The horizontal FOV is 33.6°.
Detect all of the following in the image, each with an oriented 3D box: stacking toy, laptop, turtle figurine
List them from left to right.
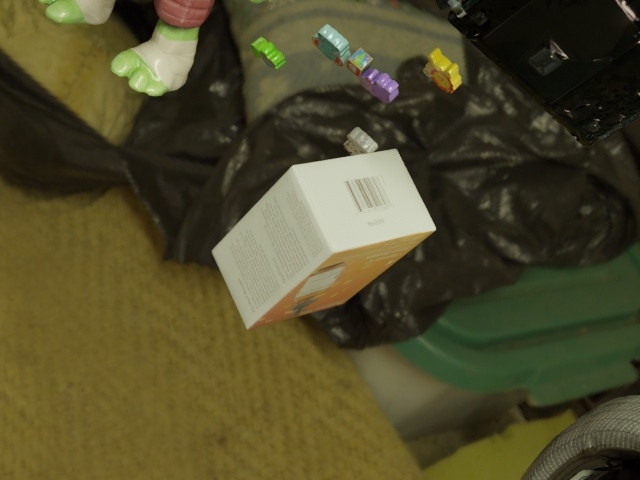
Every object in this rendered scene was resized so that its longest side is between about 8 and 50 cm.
[{"bbox_3d":[-0.117,-0.238,0.759,0.197,0.266,0.275,23,34,-20],"label":"turtle figurine"},{"bbox_3d":[0.043,-0.220,1.321,0.221,0.052,0.167,44,75,8],"label":"stacking toy"},{"bbox_3d":[0.199,-0.240,0.757,0.264,0.234,0.137,36,38,-25],"label":"laptop"}]

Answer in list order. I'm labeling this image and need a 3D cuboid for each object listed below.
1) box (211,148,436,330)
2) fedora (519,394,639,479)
[{"bbox_3d":[0.000,0.000,1.007,0.130,0.170,0.091,-13,70,-38],"label":"box"},{"bbox_3d":[0.200,0.217,0.530,0.124,0.244,0.275,4,62,-29],"label":"fedora"}]
